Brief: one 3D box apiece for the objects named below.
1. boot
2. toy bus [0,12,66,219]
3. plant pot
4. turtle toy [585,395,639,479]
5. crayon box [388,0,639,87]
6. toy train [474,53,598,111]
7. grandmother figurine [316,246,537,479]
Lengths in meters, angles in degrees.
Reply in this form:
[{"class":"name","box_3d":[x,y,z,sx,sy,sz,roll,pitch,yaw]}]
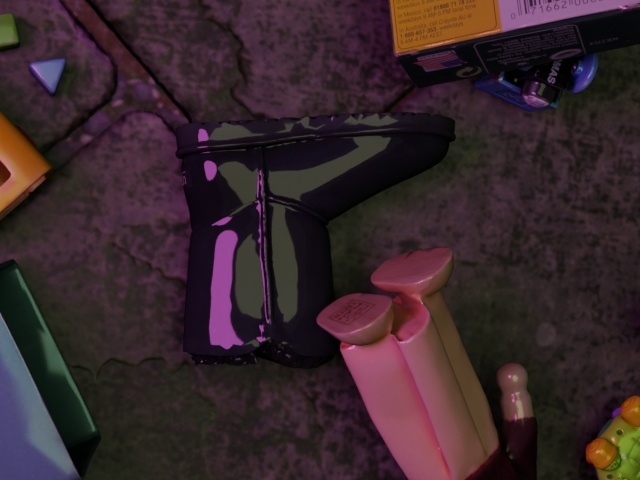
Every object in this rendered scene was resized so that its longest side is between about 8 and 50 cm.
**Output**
[{"class":"boot","box_3d":[0.000,0.000,1.054,0.246,0.094,0.207,-5,90,-13]},{"class":"toy bus","box_3d":[-0.303,-0.094,0.982,0.202,0.104,0.191,1,88,-13]},{"class":"plant pot","box_3d":[-0.314,0.140,0.948,0.234,0.165,0.166,-25,94,-4]},{"class":"turtle toy","box_3d":[0.293,0.181,1.128,0.095,0.066,0.130,43,80,-8]},{"class":"crayon box","box_3d":[0.151,-0.301,1.035,0.202,0.081,0.319,-9,74,17]},{"class":"toy train","box_3d":[0.204,-0.202,1.099,0.080,0.105,0.184,20,85,-20]},{"class":"grandmother figurine","box_3d":[0.113,0.188,1.037,0.207,0.104,0.342,-34,111,-16]}]
